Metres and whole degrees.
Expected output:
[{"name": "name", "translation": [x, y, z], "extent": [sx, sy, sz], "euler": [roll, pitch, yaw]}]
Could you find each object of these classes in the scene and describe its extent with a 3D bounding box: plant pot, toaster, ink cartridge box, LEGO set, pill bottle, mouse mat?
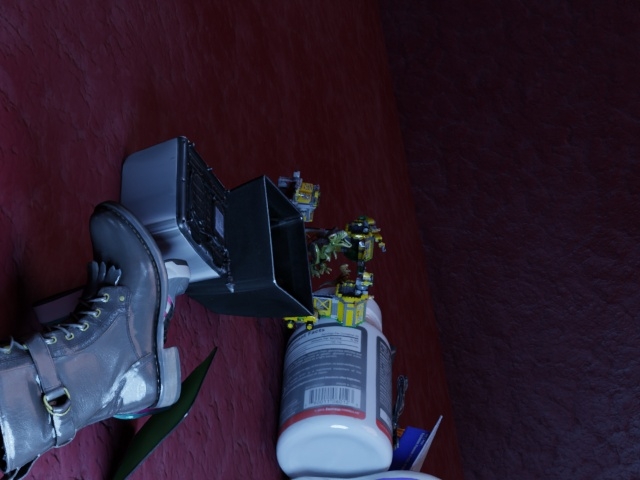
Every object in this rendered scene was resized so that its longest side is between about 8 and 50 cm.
[{"name": "plant pot", "translation": [-0.124, 0.028, 1.684], "extent": [0.188, 0.167, 0.187], "euler": [45, 35, -62]}, {"name": "toaster", "translation": [-0.208, -0.031, 1.534], "extent": [0.168, 0.110, 0.185], "euler": [54, 26, -54]}, {"name": "ink cartridge box", "translation": [0.137, 0.490, 2.017], "extent": [0.176, 0.069, 0.371], "euler": [-50, 163, -41]}, {"name": "LEGO set", "translation": [0.000, 0.000, 1.993], "extent": [0.331, 0.255, 0.192], "euler": [-66, 163, -55]}, {"name": "pill bottle", "translation": [0.032, 0.272, 1.964], "extent": [0.363, 0.210, 0.210], "euler": [-85, 157, -49]}, {"name": "mouse mat", "translation": [-0.194, 0.223, 1.270], "extent": [0.007, 0.189, 0.152], "euler": [39, 25, -10]}]

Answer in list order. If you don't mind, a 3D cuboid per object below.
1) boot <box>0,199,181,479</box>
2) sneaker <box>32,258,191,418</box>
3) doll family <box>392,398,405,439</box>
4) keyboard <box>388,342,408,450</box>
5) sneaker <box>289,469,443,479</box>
[{"name": "boot", "translation": [-0.270, 0.098, 1.092], "extent": [0.229, 0.091, 0.263], "euler": [-13, 89, -41]}, {"name": "sneaker", "translation": [-0.226, 0.127, 1.296], "extent": [0.295, 0.124, 0.178], "euler": [-20, 92, -67]}, {"name": "doll family", "translation": [0.152, 0.435, 2.444], "extent": [0.263, 0.118, 0.163], "euler": [-85, 156, -50]}, {"name": "keyboard", "translation": [0.092, 0.339, 2.050], "extent": [0.033, 0.201, 0.317], "euler": [41, 49, -30]}, {"name": "sneaker", "translation": [0.078, 0.504, 1.729], "extent": [0.236, 0.323, 0.130], "euler": [-94, -174, -62]}]
